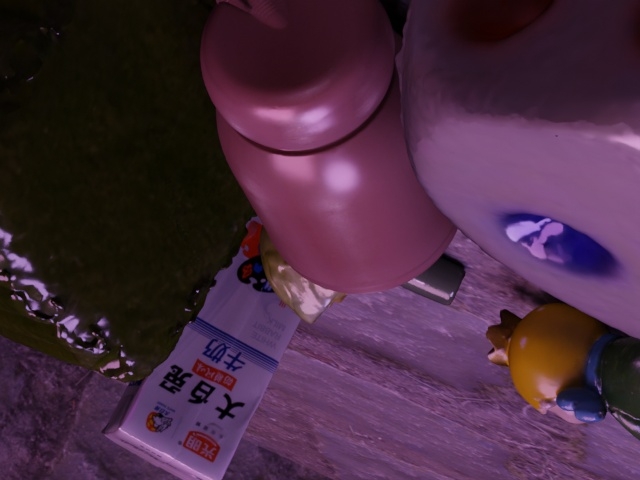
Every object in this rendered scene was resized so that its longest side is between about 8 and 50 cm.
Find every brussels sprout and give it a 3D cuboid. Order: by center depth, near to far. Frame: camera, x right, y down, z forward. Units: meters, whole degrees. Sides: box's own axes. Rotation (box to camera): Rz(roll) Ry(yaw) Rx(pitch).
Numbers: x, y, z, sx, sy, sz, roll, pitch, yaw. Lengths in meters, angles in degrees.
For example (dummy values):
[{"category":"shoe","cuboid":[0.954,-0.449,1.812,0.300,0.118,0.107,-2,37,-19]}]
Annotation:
[{"category":"brussels sprout","cuboid":[-0.002,-0.004,1.575,0.122,0.149,0.151,44,147,1]}]

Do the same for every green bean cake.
[{"category":"green bean cake","cuboid":[-0.208,-0.083,1.351,0.218,0.319,0.335,16,157,41]}]

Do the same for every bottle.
[{"category":"bottle","cuboid":[-0.003,-0.100,1.251,0.206,0.173,0.297,57,179,29]}]

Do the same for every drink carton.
[{"category":"drink carton","cuboid":[-0.106,0.102,1.743,0.131,0.315,0.106,30,162,-9]}]

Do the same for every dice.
[{"category":"dice","cuboid":[0.212,-0.092,0.778,0.251,0.259,0.243,11,155,46]}]

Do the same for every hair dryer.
[{"category":"hair dryer","cuboid":[0.106,0.043,1.726,0.071,0.047,0.150,26,170,-2]}]

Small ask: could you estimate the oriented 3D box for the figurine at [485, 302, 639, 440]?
[{"category":"figurine","cuboid":[0.292,0.140,1.616,0.234,0.127,0.185,-3,156,41]}]
